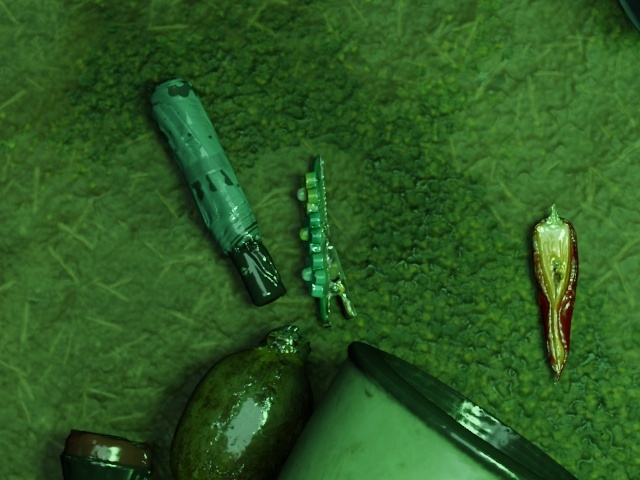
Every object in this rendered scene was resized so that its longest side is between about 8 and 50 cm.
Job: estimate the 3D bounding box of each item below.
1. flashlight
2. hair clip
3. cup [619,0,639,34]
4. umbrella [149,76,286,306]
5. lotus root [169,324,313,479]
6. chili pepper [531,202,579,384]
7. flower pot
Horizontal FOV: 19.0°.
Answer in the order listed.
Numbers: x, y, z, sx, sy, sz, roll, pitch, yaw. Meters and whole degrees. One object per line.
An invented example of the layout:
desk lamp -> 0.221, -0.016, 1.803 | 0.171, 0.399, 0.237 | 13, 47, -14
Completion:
flashlight -> -0.225, 0.304, 1.860 | 0.093, 0.093, 0.232 | 9, 84, 8
hair clip -> 0.000, 0.000, 1.896 | 0.049, 0.049, 0.173 | -10, 83, 5
cup -> 0.423, -0.328, 1.786 | 0.311, 0.257, 0.331 | -22, 77, 2
umbrella -> -0.105, -0.049, 1.911 | 0.053, 0.052, 0.250 | -25, 79, 2
lotus root -> -0.072, 0.175, 1.848 | 0.120, 0.120, 0.209 | 28, 87, 9
chili pepper -> 0.232, 0.052, 1.871 | 0.045, 0.027, 0.178 | -4, 81, 10
flower pot -> 0.060, 0.300, 1.732 | 0.293, 0.293, 0.330 | 36, 92, 10
